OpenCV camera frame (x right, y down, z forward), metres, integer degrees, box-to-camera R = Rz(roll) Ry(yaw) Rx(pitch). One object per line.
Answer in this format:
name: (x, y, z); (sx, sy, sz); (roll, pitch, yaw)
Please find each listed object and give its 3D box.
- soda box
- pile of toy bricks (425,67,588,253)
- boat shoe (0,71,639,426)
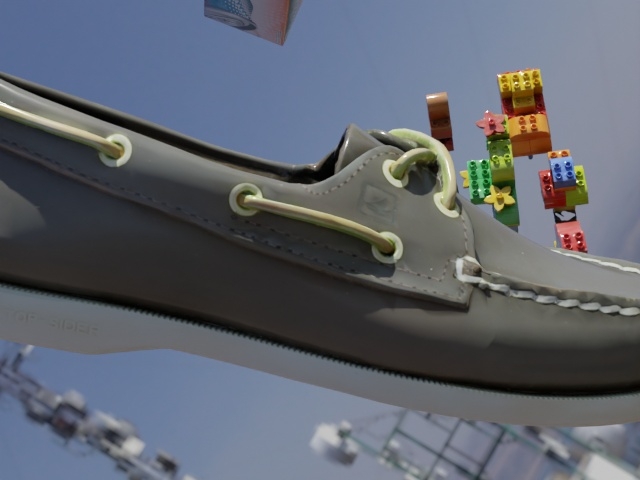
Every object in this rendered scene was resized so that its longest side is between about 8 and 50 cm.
soda box: (-0.035, -0.198, 0.864); (0.183, 0.063, 0.058); (103, -171, -68)
pile of toy bricks: (0.125, -0.045, 0.952); (0.105, 0.118, 0.212); (74, -171, -59)
boat shoe: (0.000, 0.001, 0.501); (0.109, 0.305, 0.091); (-104, 23, -80)
